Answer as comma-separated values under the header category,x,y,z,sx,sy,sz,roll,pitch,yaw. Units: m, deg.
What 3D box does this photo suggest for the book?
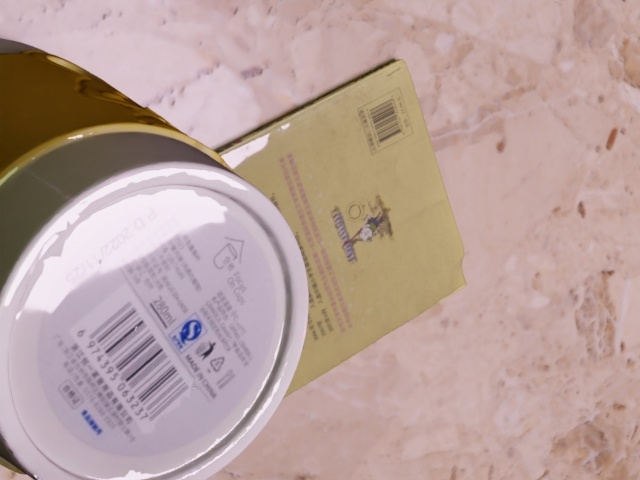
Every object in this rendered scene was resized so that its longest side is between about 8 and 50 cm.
category,x,y,z,sx,sy,sz,roll,pitch,yaw
book,0.000,0.000,0.742,0.192,0.013,0.168,-29,115,-22

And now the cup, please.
category,x,y,z,sx,sy,sz,roll,pitch,yaw
cup,-0.143,-0.001,0.530,0.241,0.226,0.185,34,84,-40
